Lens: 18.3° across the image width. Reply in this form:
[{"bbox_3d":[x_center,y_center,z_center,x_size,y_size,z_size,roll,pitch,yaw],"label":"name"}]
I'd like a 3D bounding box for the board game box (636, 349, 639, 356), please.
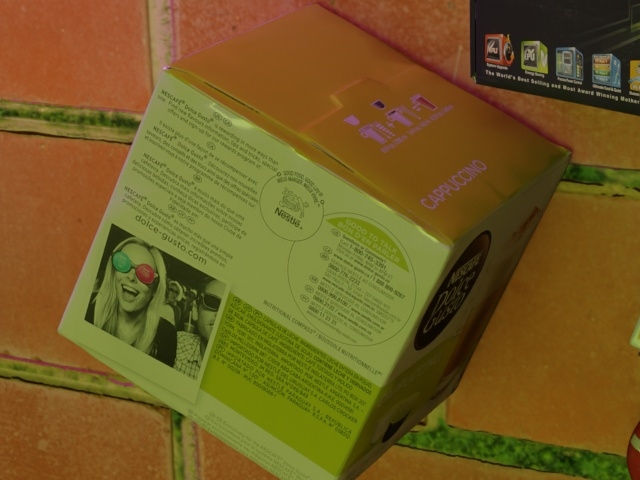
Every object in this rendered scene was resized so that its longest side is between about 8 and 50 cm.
[{"bbox_3d":[0.439,0.097,1.996,0.193,0.045,0.146,29,100,16],"label":"board game box"}]

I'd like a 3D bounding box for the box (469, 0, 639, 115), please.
[{"bbox_3d":[0.314,-0.276,1.859,0.395,0.097,0.318,18,116,42],"label":"box"}]

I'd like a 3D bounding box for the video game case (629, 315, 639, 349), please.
[{"bbox_3d":[0.444,0.040,1.957,0.206,0.026,0.227,24,95,16],"label":"video game case"}]

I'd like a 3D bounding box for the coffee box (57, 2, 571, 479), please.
[{"bbox_3d":[0.000,0.000,2.040,0.338,0.337,0.334,32,119,14],"label":"coffee box"}]

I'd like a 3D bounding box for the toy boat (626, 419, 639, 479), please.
[{"bbox_3d":[0.420,0.254,2.025,0.231,0.151,0.151,29,118,16],"label":"toy boat"}]
